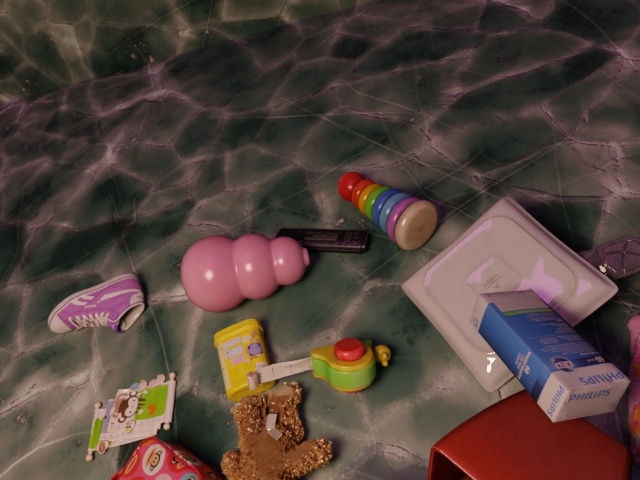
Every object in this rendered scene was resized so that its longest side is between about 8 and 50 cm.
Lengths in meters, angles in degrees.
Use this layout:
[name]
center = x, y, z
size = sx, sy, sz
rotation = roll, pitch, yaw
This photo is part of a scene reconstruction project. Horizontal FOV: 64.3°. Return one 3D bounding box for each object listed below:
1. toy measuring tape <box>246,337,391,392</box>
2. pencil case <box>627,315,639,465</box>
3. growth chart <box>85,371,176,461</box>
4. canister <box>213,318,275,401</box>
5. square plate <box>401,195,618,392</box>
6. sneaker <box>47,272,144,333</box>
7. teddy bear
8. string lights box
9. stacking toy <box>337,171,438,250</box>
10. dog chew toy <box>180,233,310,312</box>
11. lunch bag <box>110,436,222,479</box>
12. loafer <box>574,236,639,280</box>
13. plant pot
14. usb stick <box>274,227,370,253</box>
[toy measuring tape]
center = 0.008, 0.292, 1.122
size = 0.330, 0.121, 0.121
rotation = -11, 47, -14
[pencil case]
center = 0.640, 0.278, 0.946
size = 0.124, 0.124, 0.284
rotation = 5, 54, 23
[growth chart]
center = -0.469, 0.431, 1.275
size = 0.237, 0.021, 0.172
rotation = -20, 48, 2
[canister]
center = -0.187, 0.293, 1.251
size = 0.126, 0.073, 0.170
rotation = -23, 50, 1
[square plate]
center = 0.399, 0.100, 1.154
size = 0.347, 0.049, 0.344
rotation = -42, 50, 7
[sneaker]
center = -0.640, 0.216, 1.456
size = 0.282, 0.102, 0.161
rotation = -30, 52, -5
[teddy bear]
center = -0.100, 0.459, 1.081
size = 0.245, 0.113, 0.338
rotation = -25, 41, -11
[string lights box]
center = 0.404, 0.196, 0.930
size = 0.133, 0.077, 0.260
rotation = -2, 31, -18
[stacking toy]
center = 0.161, -0.104, 1.417
size = 0.141, 0.141, 0.330
rotation = -40, 46, -14
[dog chew toy]
center = -0.193, 0.074, 1.357
size = 0.331, 0.207, 0.207
rotation = -10, 49, 0
[lunch bag]
center = -0.359, 0.566, 1.038
size = 0.258, 0.120, 0.293
rotation = 15, 67, 39
[loafer]
center = 0.579, 0.074, 1.158
size = 0.302, 0.095, 0.109
rotation = -18, 72, 24
[plant pot]
center = 0.357, 0.415, 0.855
size = 0.235, 0.267, 0.267
rotation = -35, 48, -29
[usb stick]
center = 0.000, 0.000, 1.440
size = 0.277, 0.045, 0.077
rotation = 2, 46, 21
